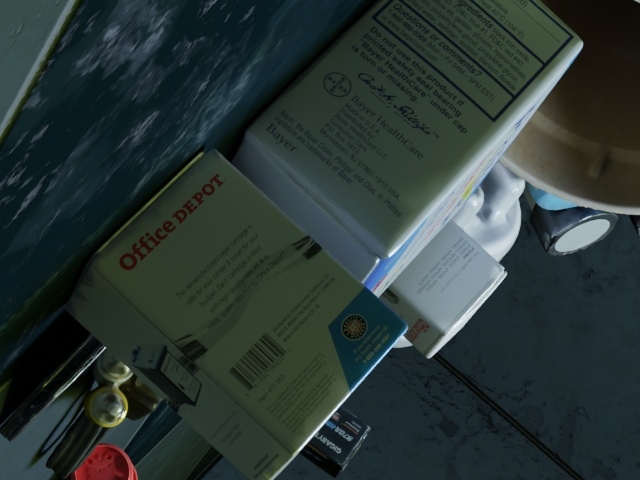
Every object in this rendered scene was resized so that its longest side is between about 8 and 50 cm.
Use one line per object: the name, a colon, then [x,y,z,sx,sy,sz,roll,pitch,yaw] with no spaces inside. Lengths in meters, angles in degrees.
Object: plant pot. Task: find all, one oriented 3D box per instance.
plant pot: [0.337,-0.249,2.118,0.305,0.334,0.334,-59,-179,-34]

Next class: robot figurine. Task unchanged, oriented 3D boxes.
robot figurine: [0.113,0.000,2.475,0.300,0.200,0.353,-15,154,-36]

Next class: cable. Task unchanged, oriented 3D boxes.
cable: [-0.188,0.124,1.760,0.287,0.072,0.139,-33,-151,61]

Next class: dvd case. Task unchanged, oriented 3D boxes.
dvd case: [-0.148,0.056,1.505,0.221,0.018,0.164,-47,-177,-26]

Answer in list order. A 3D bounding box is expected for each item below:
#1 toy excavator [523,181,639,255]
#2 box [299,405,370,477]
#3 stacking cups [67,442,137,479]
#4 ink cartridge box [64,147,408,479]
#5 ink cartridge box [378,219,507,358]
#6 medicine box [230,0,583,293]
toy excavator: [0.337,-0.180,2.494,0.433,0.222,0.445,-11,153,-22]
box: [-0.055,0.151,2.006,0.051,0.220,0.175,-53,176,-10]
stacking cups: [-0.235,0.289,2.188,0.096,0.096,0.316,-48,175,-15]
ink cartridge box: [-0.058,0.053,1.388,0.139,0.190,0.082,-46,175,-33]
ink cartridge box: [0.061,0.001,1.909,0.092,0.218,0.158,-48,175,-11]
medicine box: [0.042,-0.064,1.650,0.289,0.149,0.263,-45,174,-31]
